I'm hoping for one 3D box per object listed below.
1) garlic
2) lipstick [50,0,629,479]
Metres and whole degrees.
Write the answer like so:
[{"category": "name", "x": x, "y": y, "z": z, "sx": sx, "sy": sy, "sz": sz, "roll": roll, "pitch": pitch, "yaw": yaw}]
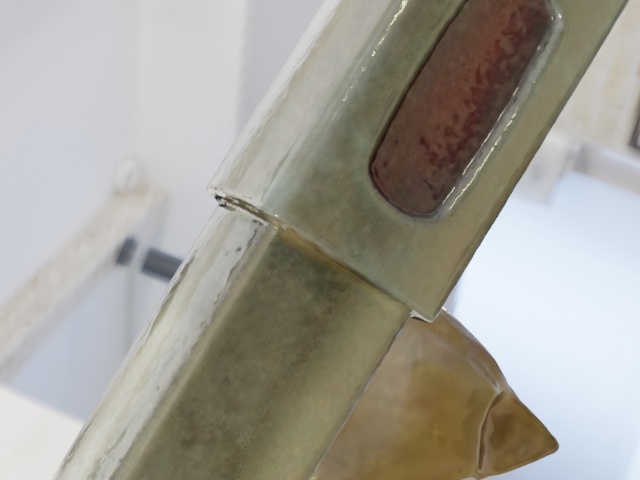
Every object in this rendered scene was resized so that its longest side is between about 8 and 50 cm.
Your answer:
[{"category": "garlic", "x": -0.027, "y": 0.123, "z": 0.989, "sx": 0.338, "sy": 0.196, "sz": 0.151, "roll": -36, "pitch": 25, "yaw": 56}, {"category": "lipstick", "x": 0.000, "y": 0.000, "z": 0.543, "sx": 0.253, "sy": 0.079, "sz": 0.077, "roll": -57, "pitch": 21, "yaw": -5}]
